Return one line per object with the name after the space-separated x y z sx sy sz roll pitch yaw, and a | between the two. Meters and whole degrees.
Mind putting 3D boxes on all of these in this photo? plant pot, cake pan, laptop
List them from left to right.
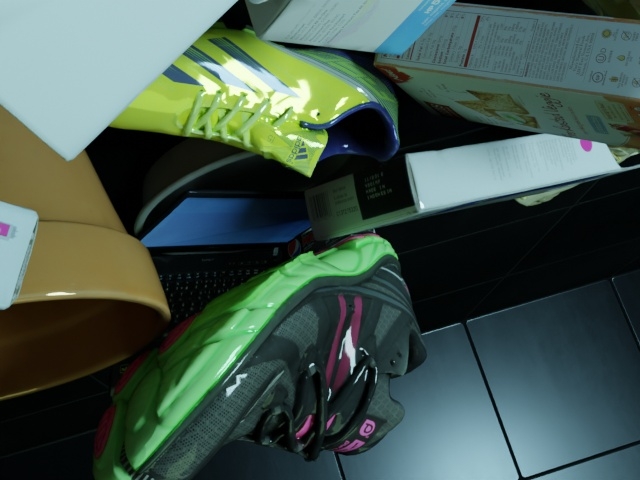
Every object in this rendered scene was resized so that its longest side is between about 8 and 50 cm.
-0.287 0.006 0.649 0.291 0.203 0.291 -16 164 -5 | plant pot
-0.103 0.062 0.930 0.234 0.264 0.137 -1 -167 -41 | laptop
-0.070 -0.062 0.905 0.293 0.054 0.293 -16 163 -5 | cake pan

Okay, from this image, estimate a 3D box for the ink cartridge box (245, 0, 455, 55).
0.012 -0.189 0.524 0.143 0.092 0.090 -5 158 -38 | ink cartridge box

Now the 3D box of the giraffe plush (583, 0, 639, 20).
0.349 -0.221 0.673 0.210 0.181 0.170 35 105 -31 | giraffe plush

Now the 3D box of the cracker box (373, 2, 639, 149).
0.183 -0.141 0.689 0.232 0.067 0.156 16 180 29 | cracker box

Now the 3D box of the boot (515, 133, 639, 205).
0.313 -0.123 1.041 0.203 0.095 0.262 -28 164 35 | boot

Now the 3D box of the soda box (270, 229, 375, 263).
0.000 0.000 1.159 0.053 0.060 0.169 1 156 -44 | soda box

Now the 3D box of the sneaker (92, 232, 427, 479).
-0.011 0.126 0.776 0.185 0.202 0.483 -35 173 33 | sneaker

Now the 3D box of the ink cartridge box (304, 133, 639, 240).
0.181 -0.068 0.889 0.371 0.069 0.176 -9 176 -35 | ink cartridge box

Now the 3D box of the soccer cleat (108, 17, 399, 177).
-0.050 -0.109 0.663 0.289 0.121 0.093 -6 159 -34 | soccer cleat

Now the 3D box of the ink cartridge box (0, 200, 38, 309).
-0.364 -0.050 0.362 0.324 0.071 0.330 13 173 20 | ink cartridge box

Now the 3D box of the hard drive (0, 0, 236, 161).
-0.033 -0.192 0.280 0.318 0.040 0.210 -46 157 -6 | hard drive
